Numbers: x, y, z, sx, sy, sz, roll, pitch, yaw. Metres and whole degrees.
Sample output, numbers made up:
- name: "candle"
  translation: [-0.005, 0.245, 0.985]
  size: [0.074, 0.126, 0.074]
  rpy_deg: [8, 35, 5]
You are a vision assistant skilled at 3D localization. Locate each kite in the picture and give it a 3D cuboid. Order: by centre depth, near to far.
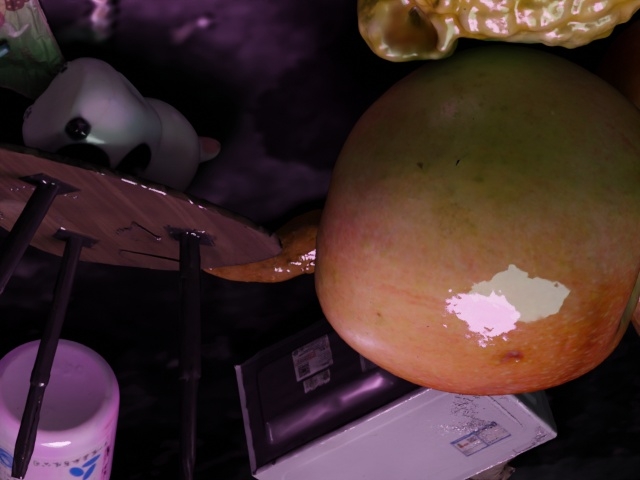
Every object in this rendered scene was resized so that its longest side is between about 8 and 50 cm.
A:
- name: "kite"
  translation: [-0.337, -0.186, 1.350]
  size: [0.323, 0.013, 0.267]
  rpy_deg: [12, 135, -31]

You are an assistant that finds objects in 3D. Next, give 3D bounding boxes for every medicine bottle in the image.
- name: "medicine bottle"
  translation: [-0.314, 0.240, 1.779]
  size: [0.152, 0.152, 0.254]
  rpy_deg: [-1, 139, -14]

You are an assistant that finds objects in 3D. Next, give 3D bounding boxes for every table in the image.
- name: "table"
  translation: [-0.211, 0.090, 1.418]
  size: [0.317, 0.249, 0.317]
  rpy_deg: [11, 163, 3]

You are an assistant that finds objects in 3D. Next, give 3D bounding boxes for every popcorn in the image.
- name: "popcorn"
  translation: [0.154, -0.269, 1.263]
  size: [0.286, 0.173, 0.225]
  rpy_deg: [-9, 128, 13]

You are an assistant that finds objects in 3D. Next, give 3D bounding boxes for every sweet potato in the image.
- name: "sweet potato"
  translation: [0.000, 0.000, 1.632]
  size: [0.274, 0.067, 0.067]
  rpy_deg: [-14, 143, 17]

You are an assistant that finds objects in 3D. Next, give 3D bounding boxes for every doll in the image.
- name: "doll"
  translation: [-0.188, -0.094, 1.432]
  size: [0.110, 0.107, 0.181]
  rpy_deg: [-51, 143, 10]

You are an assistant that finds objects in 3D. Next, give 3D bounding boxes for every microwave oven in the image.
- name: "microwave oven"
  translation: [0.084, 0.177, 1.786]
  size: [0.295, 0.181, 0.237]
  rpy_deg: [-29, 138, 20]

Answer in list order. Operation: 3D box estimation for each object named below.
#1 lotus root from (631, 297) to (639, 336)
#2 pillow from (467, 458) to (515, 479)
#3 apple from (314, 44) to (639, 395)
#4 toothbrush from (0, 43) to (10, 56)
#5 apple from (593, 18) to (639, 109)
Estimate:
- name: "lotus root"
  translation: [0.421, 0.072, 1.797]
  size: [0.124, 0.123, 0.241]
  rpy_deg: [3, 154, 30]
- name: "pillow"
  translation: [0.204, 0.272, 2.045]
  size: [0.093, 0.051, 0.241]
  rpy_deg: [-27, 137, 18]
- name: "apple"
  translation: [0.164, -0.011, 1.375]
  size: [0.277, 0.319, 0.319]
  rpy_deg: [21, 151, 26]
- name: "toothbrush"
  translation: [-0.349, -0.136, 1.388]
  size: [0.167, 0.011, 0.014]
  rpy_deg: [-27, 136, 15]
- name: "apple"
  translation: [0.345, -0.128, 1.490]
  size: [0.199, 0.199, 0.199]
  rpy_deg: [-8, 142, -6]
